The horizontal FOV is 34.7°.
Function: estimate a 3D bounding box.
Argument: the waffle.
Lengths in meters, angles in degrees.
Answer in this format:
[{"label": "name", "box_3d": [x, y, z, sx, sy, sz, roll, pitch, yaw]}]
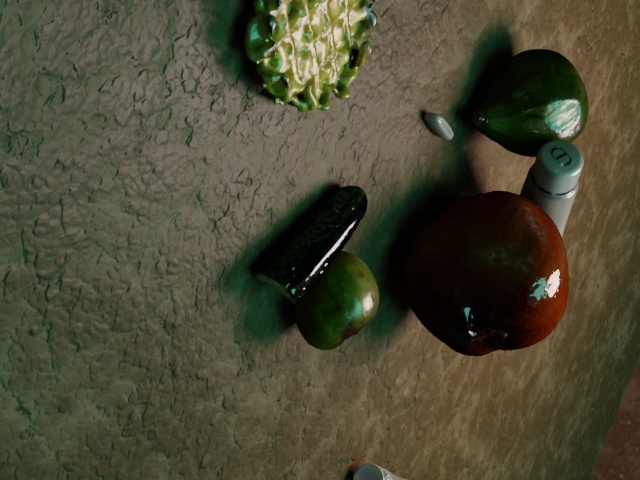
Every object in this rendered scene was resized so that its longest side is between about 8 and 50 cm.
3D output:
[{"label": "waffle", "box_3d": [-0.004, -0.297, 1.325, 0.280, 0.060, 0.262, 6, 102, -58]}]

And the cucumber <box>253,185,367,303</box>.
[{"label": "cucumber", "box_3d": [-0.001, -0.001, 1.489, 0.241, 0.074, 0.075, -47, 142, -35]}]

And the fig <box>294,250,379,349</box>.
[{"label": "fig", "box_3d": [0.026, 0.091, 1.531, 0.136, 0.120, 0.153, -41, -158, 44]}]

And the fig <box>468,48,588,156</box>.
[{"label": "fig", "box_3d": [0.363, -0.241, 1.849, 0.244, 0.195, 0.195, -14, 125, -15]}]

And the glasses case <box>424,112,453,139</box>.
[{"label": "glasses case", "box_3d": [0.199, -0.192, 1.728, 0.083, 0.032, 0.021, 38, 72, -56]}]

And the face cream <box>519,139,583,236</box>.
[{"label": "face cream", "box_3d": [0.410, -0.063, 1.891, 0.089, 0.143, 0.314, -25, 153, -16]}]

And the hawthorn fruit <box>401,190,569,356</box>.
[{"label": "hawthorn fruit", "box_3d": [0.300, 0.056, 1.785, 0.311, 0.295, 0.295, -40, 138, -32]}]

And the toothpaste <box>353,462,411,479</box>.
[{"label": "toothpaste", "box_3d": [0.137, 0.493, 1.996, 0.100, 0.066, 0.323, -62, 153, -11]}]
